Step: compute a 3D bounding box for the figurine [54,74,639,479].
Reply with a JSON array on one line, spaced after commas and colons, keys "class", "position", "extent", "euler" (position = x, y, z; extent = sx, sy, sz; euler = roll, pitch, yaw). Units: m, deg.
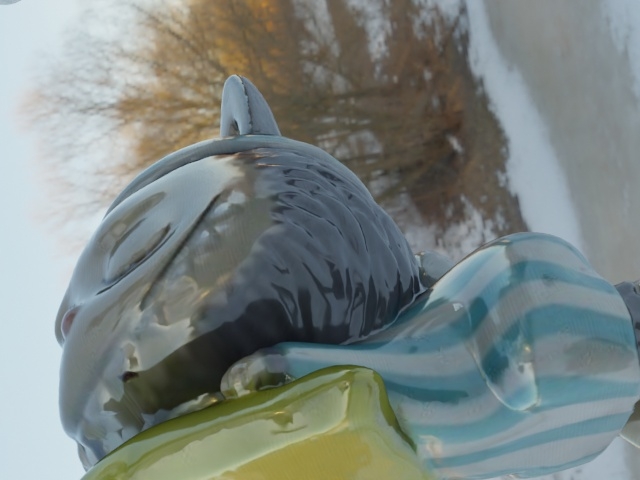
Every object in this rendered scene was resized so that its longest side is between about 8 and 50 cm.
[{"class": "figurine", "position": [0.000, 0.000, 0.663], "extent": [0.266, 0.361, 0.378], "euler": [87, 169, -58]}]

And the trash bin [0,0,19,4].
[{"class": "trash bin", "position": [-0.127, -0.256, 0.421], "extent": [0.367, 0.296, 0.256], "euler": [-44, -52, -50]}]
